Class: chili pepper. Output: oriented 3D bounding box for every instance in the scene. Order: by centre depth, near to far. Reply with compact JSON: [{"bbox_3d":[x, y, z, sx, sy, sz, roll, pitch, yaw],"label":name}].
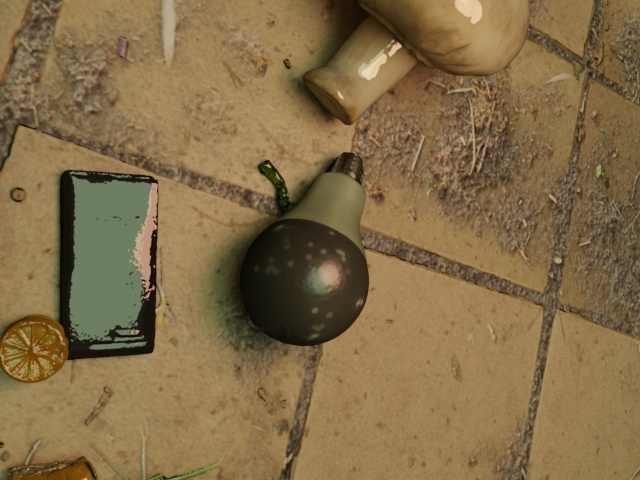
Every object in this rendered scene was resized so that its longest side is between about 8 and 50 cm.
[{"bbox_3d":[-0.064,-0.083,1.017,0.083,0.022,0.027,63,29,-11],"label":"chili pepper"}]

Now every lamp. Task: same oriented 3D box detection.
[{"bbox_3d":[-0.011,0.013,0.989,0.182,0.182,0.314,42,37,-22],"label":"lamp"}]

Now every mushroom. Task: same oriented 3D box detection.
[{"bbox_3d":[0.141,-0.359,0.995,0.356,0.315,0.315,-24,99,-28],"label":"mushroom"}]

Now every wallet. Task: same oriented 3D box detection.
[{"bbox_3d":[-0.278,0.032,0.885,0.124,0.025,0.244,1,89,-27],"label":"wallet"}]

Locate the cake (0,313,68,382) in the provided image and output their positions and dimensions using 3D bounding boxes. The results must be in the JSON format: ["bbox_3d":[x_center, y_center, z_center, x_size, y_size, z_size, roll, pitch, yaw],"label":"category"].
[{"bbox_3d":[-0.352,0.133,0.823,0.084,0.044,0.084,0,90,-19],"label":"cake"}]

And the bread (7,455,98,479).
[{"bbox_3d":[-0.329,0.310,0.829,0.106,0.053,0.072,3,83,-24],"label":"bread"}]
